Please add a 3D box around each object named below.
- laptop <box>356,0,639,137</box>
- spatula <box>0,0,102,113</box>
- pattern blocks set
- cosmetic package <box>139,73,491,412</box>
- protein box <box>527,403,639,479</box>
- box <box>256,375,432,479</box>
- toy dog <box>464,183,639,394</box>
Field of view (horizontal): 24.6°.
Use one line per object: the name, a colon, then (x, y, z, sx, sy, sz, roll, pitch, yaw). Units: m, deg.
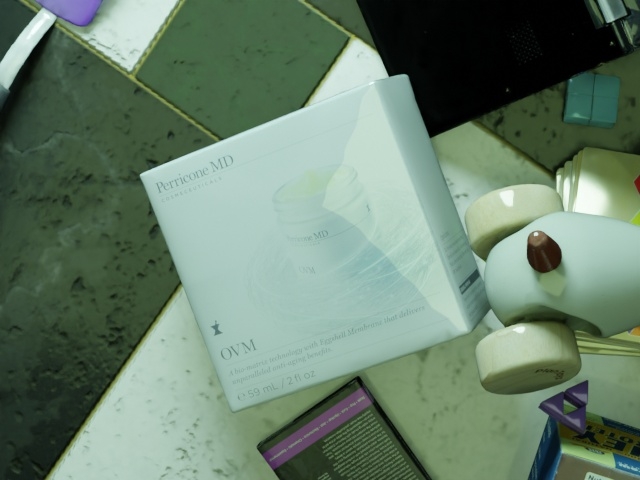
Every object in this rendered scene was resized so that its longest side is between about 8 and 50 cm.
laptop: (0.208, -0.342, 1.229, 0.408, 0.236, 0.382, -21, 93, 52)
spatula: (-0.283, -0.165, 1.355, 0.084, 0.030, 0.296, 33, 99, 4)
pattern blocks set: (0.274, 0.016, 1.247, 0.285, 0.026, 0.325, 18, 72, 6)
cosmetic package: (0.000, 0.000, 1.268, 0.224, 0.138, 0.224, -21, 91, 17)
protein box: (0.234, 0.268, 1.246, 0.136, 0.200, 0.201, 18, 97, 5)
box: (0.034, 0.223, 1.354, 0.116, 0.029, 0.162, -35, 89, 9)
toy dog: (0.264, 0.008, 1.150, 0.334, 0.161, 0.220, -26, 73, -8)
